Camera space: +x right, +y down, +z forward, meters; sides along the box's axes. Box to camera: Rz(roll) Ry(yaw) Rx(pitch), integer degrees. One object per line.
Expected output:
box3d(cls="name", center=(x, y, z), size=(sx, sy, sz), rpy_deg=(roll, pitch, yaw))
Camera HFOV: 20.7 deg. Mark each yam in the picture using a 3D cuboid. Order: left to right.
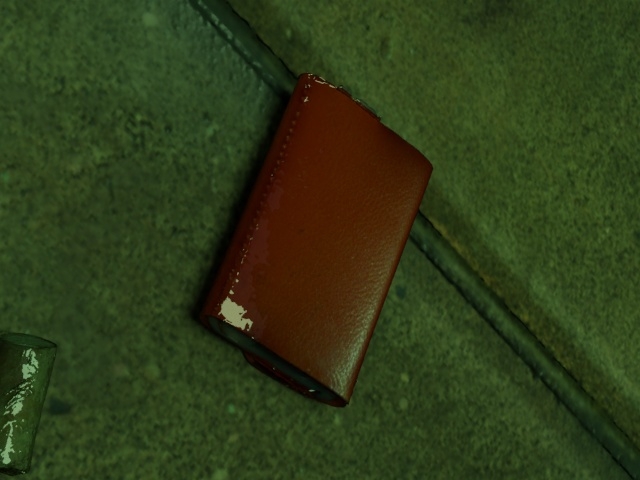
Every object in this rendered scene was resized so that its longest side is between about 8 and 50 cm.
box3d(cls="yam", center=(-0.192, 0.100, 1.092), size=(0.043, 0.043, 0.094), rpy_deg=(23, 70, -35))

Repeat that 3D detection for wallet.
box3d(cls="wallet", center=(0.000, 0.000, 1.261), size=(0.142, 0.045, 0.204), rpy_deg=(36, 64, -33))
